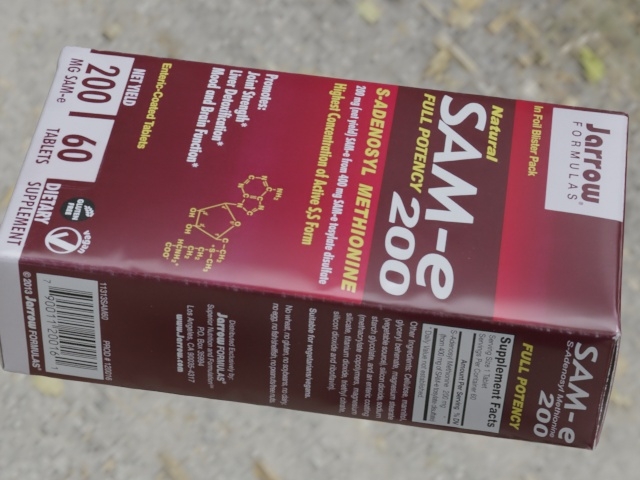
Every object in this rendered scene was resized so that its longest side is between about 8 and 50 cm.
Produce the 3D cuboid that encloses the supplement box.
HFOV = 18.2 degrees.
[{"bbox_3d":[0.000,0.000,0.805,0.239,0.073,0.130,7,46,3],"label":"supplement box"}]
